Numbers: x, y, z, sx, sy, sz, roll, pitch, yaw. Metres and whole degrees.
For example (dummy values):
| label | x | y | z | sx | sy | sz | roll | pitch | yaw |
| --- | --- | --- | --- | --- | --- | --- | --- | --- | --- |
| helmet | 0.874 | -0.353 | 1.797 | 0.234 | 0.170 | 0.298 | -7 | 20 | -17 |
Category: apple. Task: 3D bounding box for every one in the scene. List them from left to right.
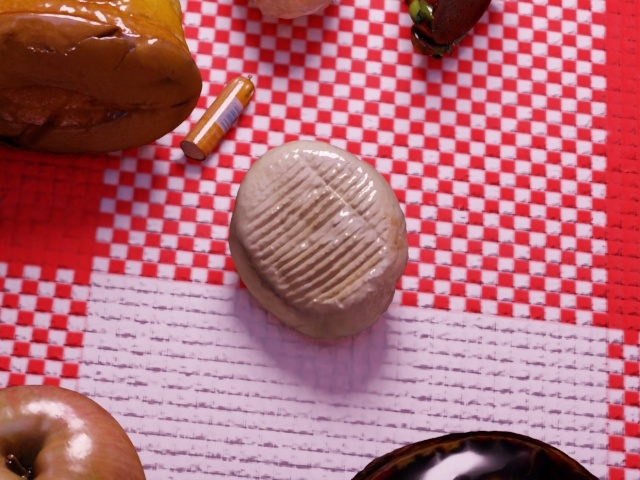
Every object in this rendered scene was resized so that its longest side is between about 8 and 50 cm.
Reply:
| label | x | y | z | sx | sy | sz | roll | pitch | yaw |
| --- | --- | --- | --- | --- | --- | --- | --- | --- | --- |
| apple | -0.247 | 0.221 | 1.604 | 0.209 | 0.164 | 0.209 | 4 | 53 | -6 |

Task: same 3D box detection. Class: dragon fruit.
| label | x | y | z | sx | sy | sz | roll | pitch | yaw |
| --- | --- | --- | --- | --- | --- | --- | --- | --- | --- |
| dragon fruit | 0.126 | -0.263 | 1.920 | 0.142 | 0.138 | 0.175 | 21 | 21 | -39 |

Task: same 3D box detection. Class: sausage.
| label | x | y | z | sx | sy | sz | roll | pitch | yaw |
| --- | --- | --- | --- | --- | --- | --- | --- | --- | --- |
| sausage | -0.096 | -0.124 | 1.859 | 0.031 | 0.031 | 0.107 | 33 | 63 | 7 |

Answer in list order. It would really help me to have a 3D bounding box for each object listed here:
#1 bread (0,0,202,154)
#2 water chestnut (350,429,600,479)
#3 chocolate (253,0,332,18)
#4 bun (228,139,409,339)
| label | x | y | z | sx | sy | sz | roll | pitch | yaw |
| --- | --- | --- | --- | --- | --- | --- | --- | --- | --- |
| bread | -0.247 | -0.170 | 1.770 | 0.269 | 0.195 | 0.143 | 4 | 56 | -17 |
| water chestnut | 0.135 | 0.310 | 1.539 | 0.350 | 0.302 | 0.351 | 1 | 66 | -3 |
| chocolate | -0.032 | -0.356 | 1.927 | 0.134 | 0.134 | 0.309 | 0 | 61 | -9 |
| bun | 0.000 | 0.000 | 1.779 | 0.164 | 0.111 | 0.188 | -43 | 80 | -6 |
